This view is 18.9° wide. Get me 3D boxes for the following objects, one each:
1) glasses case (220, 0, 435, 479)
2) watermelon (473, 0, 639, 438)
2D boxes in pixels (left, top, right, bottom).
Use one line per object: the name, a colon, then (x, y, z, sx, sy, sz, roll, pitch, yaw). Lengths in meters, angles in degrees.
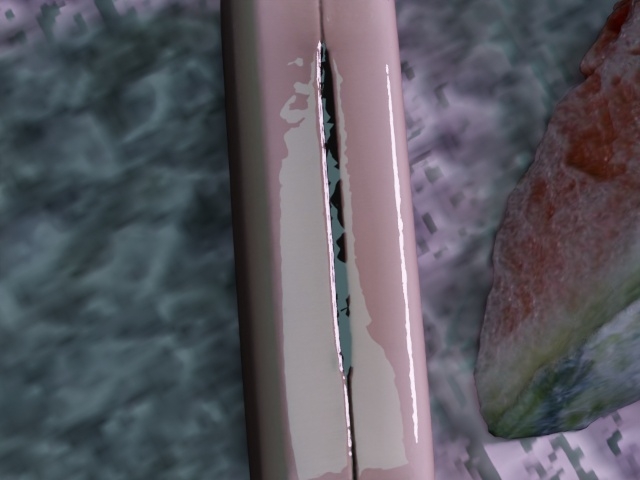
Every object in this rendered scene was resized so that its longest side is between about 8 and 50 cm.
glasses case: (0.000, 0.000, 0.566, 0.050, 0.083, 0.196, -3, 78, -8)
watermelon: (0.111, -0.014, 0.601, 0.094, 0.081, 0.180, 25, 67, 27)
